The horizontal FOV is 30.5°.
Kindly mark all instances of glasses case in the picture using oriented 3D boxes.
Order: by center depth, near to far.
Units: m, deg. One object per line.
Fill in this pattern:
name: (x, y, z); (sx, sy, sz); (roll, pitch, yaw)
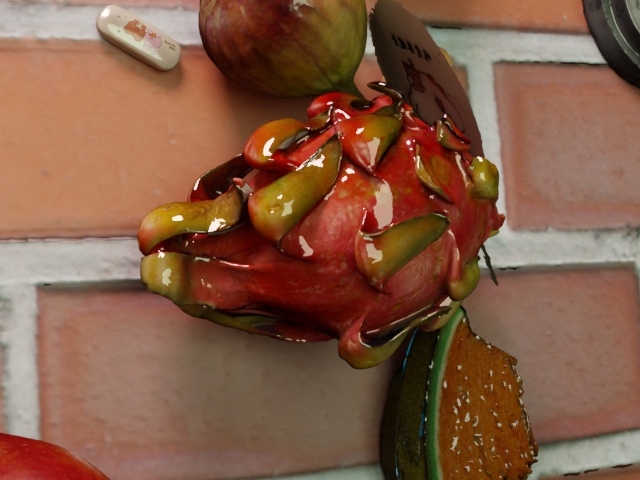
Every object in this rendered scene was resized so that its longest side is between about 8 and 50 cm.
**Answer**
glasses case: (-0.167, -0.187, 1.083); (0.083, 0.021, 0.032); (30, 69, -19)

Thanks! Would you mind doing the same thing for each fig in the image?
fig: (0.000, -0.195, 1.101); (0.230, 0.160, 0.143); (14, 93, -33)

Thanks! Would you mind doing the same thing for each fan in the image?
fan: (0.123, -0.084, 1.108); (0.009, 0.191, 0.329); (-31, 119, -11)

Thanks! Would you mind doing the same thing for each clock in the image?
clock: (0.397, -0.274, 1.358); (0.215, 0.042, 0.215); (4, 80, -25)

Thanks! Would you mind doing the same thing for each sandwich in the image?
sandwich: (0.125, 0.176, 1.140); (0.159, 0.079, 0.235); (-13, 91, -37)

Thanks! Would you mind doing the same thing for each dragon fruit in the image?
dragon fruit: (0.005, -0.016, 1.038); (0.307, 0.227, 0.243); (19, 71, -8)

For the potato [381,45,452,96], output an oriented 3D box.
potato: (0.099, -0.164, 1.192); (0.068, 0.062, 0.083); (50, 45, -21)

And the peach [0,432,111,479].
peach: (-0.228, 0.269, 0.894); (0.248, 0.245, 0.275); (-17, 77, -55)
